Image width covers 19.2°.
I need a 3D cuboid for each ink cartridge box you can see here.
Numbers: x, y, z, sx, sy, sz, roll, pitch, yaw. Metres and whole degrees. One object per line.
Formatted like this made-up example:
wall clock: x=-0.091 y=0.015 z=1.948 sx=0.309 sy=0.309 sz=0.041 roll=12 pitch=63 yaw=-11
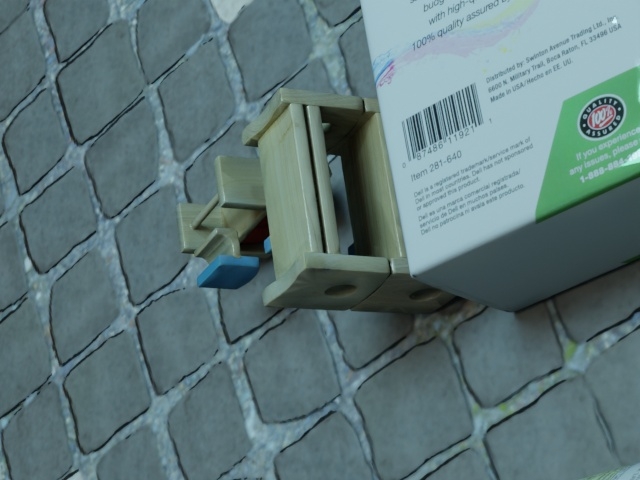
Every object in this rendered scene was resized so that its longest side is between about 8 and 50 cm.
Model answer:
ink cartridge box: x=0.142 y=-0.124 z=1.189 sx=0.201 sy=0.117 sz=0.278 roll=-26 pitch=61 yaw=33

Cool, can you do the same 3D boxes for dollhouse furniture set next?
dollhouse furniture set: x=0.000 y=0.000 z=1.291 sx=0.184 sy=0.129 sz=0.129 roll=-44 pitch=48 yaw=53

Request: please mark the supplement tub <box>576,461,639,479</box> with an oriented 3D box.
supplement tub: x=0.254 y=0.199 z=0.906 sx=0.325 sy=0.235 sz=0.235 roll=-22 pitch=63 yaw=34
